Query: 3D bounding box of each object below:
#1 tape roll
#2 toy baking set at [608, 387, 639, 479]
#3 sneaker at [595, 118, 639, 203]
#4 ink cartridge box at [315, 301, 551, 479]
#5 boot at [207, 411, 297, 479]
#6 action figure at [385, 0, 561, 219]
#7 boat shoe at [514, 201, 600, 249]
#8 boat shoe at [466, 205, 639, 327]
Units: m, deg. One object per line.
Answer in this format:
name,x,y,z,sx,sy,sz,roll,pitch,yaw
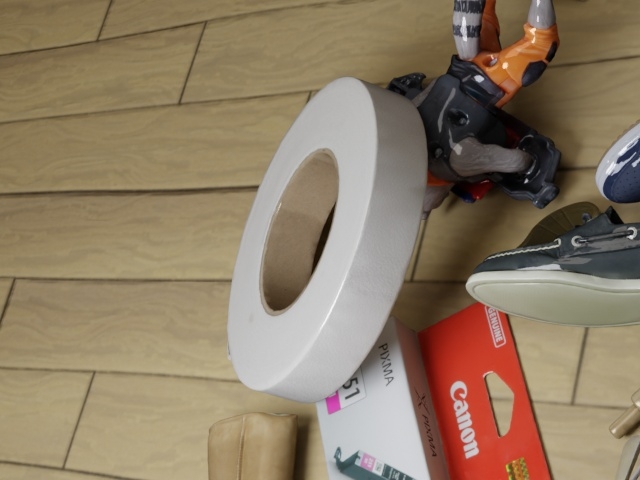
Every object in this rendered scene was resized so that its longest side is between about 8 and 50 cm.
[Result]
tape roll,0.000,0.000,1.648,0.392,0.072,0.392,-51,30,44
toy baking set,0.340,0.178,1.349,0.256,0.030,0.197,-44,11,17
sneaker,0.427,-0.076,1.445,0.282,0.099,0.153,-27,49,21
ink cartridge box,0.115,0.207,1.561,0.239,0.060,0.275,-30,50,24
boot,-0.050,0.323,1.607,0.236,0.089,0.269,-16,55,31
action figure,0.151,-0.189,1.666,0.341,0.178,0.330,30,101,49
boat shoe,0.256,0.017,1.574,0.153,0.048,0.056,-42,34,3
boat shoe,0.318,0.017,1.460,0.340,0.127,0.113,-5,62,35
